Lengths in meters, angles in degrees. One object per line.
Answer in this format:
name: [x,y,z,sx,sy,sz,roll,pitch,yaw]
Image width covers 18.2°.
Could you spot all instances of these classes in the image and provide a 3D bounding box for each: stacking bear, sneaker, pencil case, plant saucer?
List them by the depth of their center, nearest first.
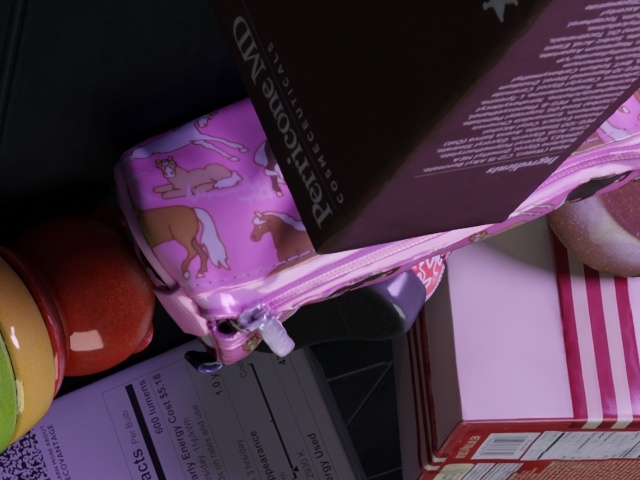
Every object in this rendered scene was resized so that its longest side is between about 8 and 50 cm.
pencil case: [0.066,-0.053,1.285,0.386,0.167,0.160,-23,171,-3]
stacking bear: [-0.235,0.069,1.288,0.289,0.175,0.164,-25,-167,-37]
plant saucer: [0.244,-0.068,1.440,0.198,0.199,0.036,-13,-164,-28]
sneaker: [0.001,0.001,1.474,0.270,0.090,0.145,-4,-136,50]

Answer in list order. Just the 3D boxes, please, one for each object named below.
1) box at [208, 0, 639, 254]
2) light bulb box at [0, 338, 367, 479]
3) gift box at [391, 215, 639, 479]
box: [0.094,-0.168,0.974,0.143,0.191,0.381,-11,157,-31]
light bulb box: [-0.117,0.302,1.754,0.361,0.358,0.225,-23,160,1]
gift box: [0.164,0.050,1.574,0.276,0.258,0.255,3,156,-14]
